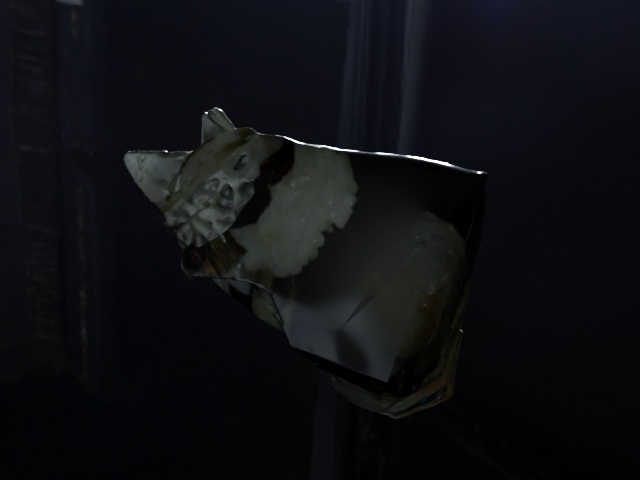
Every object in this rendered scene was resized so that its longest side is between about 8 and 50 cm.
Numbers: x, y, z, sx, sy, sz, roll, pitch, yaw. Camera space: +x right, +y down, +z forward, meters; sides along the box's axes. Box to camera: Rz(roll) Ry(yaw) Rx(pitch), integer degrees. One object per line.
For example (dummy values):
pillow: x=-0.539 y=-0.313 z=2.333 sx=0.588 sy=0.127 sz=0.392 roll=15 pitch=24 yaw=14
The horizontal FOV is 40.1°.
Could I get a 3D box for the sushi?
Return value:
sushi: x=-0.017 y=0.011 z=0.566 sx=0.273 sy=0.134 sz=0.109 roll=19 pitch=-23 yaw=36
